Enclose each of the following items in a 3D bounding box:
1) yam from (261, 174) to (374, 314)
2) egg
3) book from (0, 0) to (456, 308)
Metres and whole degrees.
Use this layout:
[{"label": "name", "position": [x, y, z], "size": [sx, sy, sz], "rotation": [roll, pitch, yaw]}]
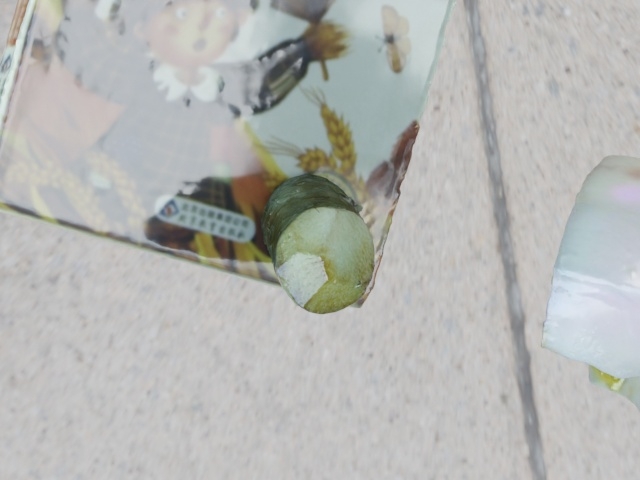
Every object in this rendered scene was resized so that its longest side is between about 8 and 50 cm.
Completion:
[{"label": "yam", "position": [0.000, 0.000, 1.071], "size": [0.070, 0.146, 0.069], "rotation": [-2, 104, -8]}, {"label": "egg", "position": [0.299, 0.039, 1.419], "size": [0.162, 0.271, 0.206], "rotation": [11, 73, 19]}, {"label": "book", "position": [-0.040, -0.192, 1.115], "size": [0.300, 0.039, 0.427], "rotation": [16, 89, -29]}]
